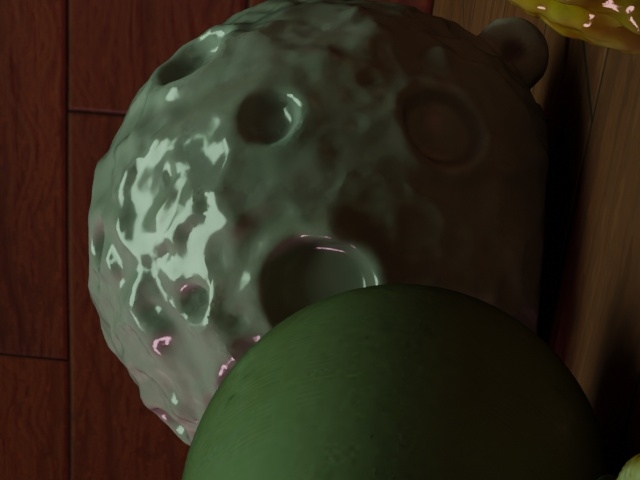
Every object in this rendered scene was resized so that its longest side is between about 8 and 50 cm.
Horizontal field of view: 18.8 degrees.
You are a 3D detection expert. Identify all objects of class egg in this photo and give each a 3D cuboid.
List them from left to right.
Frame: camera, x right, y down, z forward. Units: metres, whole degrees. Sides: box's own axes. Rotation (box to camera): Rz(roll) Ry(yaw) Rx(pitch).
[{"bbox_3d":[0.036,0.146,0.955,0.295,0.218,0.218,-77,-7,-62],"label":"egg"}]

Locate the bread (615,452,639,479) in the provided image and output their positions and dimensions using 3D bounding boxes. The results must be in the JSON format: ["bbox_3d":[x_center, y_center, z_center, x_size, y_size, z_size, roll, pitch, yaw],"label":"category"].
[{"bbox_3d":[0.120,0.141,0.619,0.122,0.073,0.149,110,165,-77],"label":"bread"}]

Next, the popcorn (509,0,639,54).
[{"bbox_3d":[0.098,-0.148,0.611,0.170,0.180,0.180,-95,9,-56],"label":"popcorn"}]

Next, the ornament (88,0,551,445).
[{"bbox_3d":[0.000,0.000,1.295,0.337,0.337,0.337,-175,90,-89],"label":"ornament"}]

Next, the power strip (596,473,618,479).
[{"bbox_3d":[0.091,0.258,0.770,0.251,0.092,0.257,-35,-43,-56],"label":"power strip"}]
